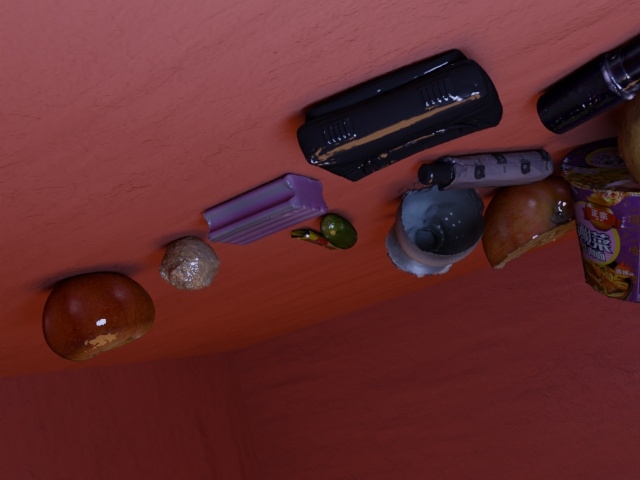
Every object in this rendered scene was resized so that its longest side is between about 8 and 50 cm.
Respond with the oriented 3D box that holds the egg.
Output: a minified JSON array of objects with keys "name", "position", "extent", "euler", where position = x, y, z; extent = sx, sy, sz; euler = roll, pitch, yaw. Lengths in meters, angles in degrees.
[{"name":"egg","position":[-0.267,0.051,1.553],"extent":[0.118,0.116,0.140],"euler":[-42,173,-13]}]

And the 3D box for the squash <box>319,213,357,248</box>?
[{"name":"squash","position":[0.049,-0.016,1.750],"extent":[0.066,0.066,0.252],"euler":[-17,169,10]}]

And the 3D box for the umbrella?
[{"name":"umbrella","position":[0.334,-0.141,1.524],"extent":[0.337,0.067,0.073],"euler":[-7,152,-31]}]

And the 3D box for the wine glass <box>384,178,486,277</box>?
[{"name":"wine glass","position":[0.249,-0.021,1.684],"extent":[0.191,0.190,0.357],"euler":[-14,167,-3]}]

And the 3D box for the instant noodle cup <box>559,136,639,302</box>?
[{"name":"instant noodle cup","position":[0.664,-0.042,1.562],"extent":[0.340,0.265,0.340],"euler":[-7,-156,3]}]

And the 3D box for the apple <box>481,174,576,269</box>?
[{"name":"apple","position":[0.505,-0.070,1.827],"extent":[0.293,0.163,0.251],"euler":[-25,164,-22]}]

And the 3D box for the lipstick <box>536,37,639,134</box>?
[{"name":"lipstick","position":[0.457,-0.253,1.139],"extent":[0.081,0.081,0.300],"euler":[-6,164,-37]}]

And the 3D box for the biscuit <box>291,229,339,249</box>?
[{"name":"biscuit","position":[0.000,0.000,1.860],"extent":[0.048,0.026,0.292],"euler":[1,174,20]}]

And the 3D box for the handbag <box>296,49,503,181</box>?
[{"name":"handbag","position":[0.119,-0.170,1.097],"extent":[0.275,0.088,0.244],"euler":[-22,169,17]}]

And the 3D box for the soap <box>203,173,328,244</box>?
[{"name":"soap","position":[-0.101,-0.053,1.397],"extent":[0.203,0.065,0.122],"euler":[-21,166,26]}]

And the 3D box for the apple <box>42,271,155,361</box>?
[{"name":"apple","position":[-0.484,0.157,1.652],"extent":[0.210,0.173,0.235],"euler":[-29,171,34]}]

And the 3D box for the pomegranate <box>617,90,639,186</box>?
[{"name":"pomegranate","position":[0.637,-0.177,1.265],"extent":[0.281,0.281,0.281],"euler":[-14,168,-3]}]
